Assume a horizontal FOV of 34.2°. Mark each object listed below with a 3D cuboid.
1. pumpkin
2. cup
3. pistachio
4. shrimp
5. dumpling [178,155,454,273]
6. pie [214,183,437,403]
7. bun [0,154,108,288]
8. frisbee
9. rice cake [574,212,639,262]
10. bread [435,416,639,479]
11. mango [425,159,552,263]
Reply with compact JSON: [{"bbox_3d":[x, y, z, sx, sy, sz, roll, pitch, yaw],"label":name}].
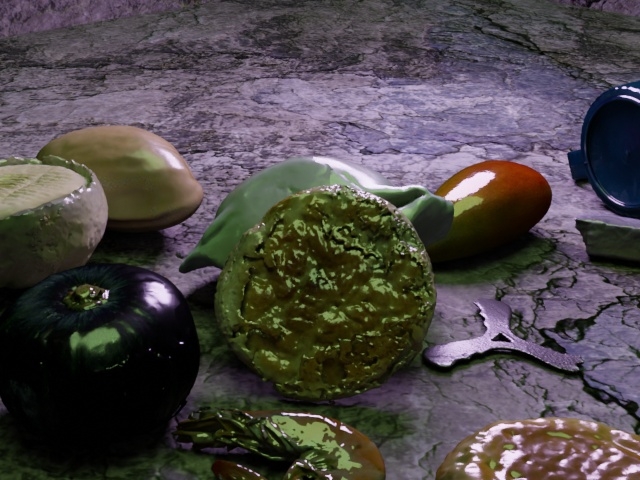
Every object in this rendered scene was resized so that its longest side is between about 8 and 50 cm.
[{"bbox_3d":[-0.243,0.123,1.137,0.233,0.163,0.233,0,24,0],"label":"pumpkin"},{"bbox_3d":[0.610,-0.184,1.804,0.292,0.242,0.308,-14,31,-28],"label":"cup"},{"bbox_3d":[-0.314,-0.089,1.612,0.293,0.162,0.181,10,50,17],"label":"pistachio"},{"bbox_3d":[-0.050,0.227,1.074,0.236,0.053,0.133,11,45,11],"label":"shrimp"},{"bbox_3d":[0.003,-0.016,1.414,0.321,0.211,0.270,20,25,13],"label":"dumpling"},{"bbox_3d":[0.005,0.059,1.244,0.274,0.055,0.274,-1,68,4],"label":"pie"},{"bbox_3d":[-0.421,-0.019,1.453,0.259,0.152,0.259,-1,21,0],"label":"bun"},{"bbox_3d":[0.243,0.136,1.329,0.187,0.012,0.211,19,29,31],"label":"frisbee"},{"bbox_3d":[0.582,0.017,1.561,0.399,0.064,0.070,10,16,17],"label":"rice cake"},{"bbox_3d":[0.218,0.258,0.908,0.245,0.134,0.244,-1,25,1],"label":"bread"},{"bbox_3d":[0.243,-0.043,1.600,0.146,0.129,0.289,23,40,36],"label":"mango"}]
